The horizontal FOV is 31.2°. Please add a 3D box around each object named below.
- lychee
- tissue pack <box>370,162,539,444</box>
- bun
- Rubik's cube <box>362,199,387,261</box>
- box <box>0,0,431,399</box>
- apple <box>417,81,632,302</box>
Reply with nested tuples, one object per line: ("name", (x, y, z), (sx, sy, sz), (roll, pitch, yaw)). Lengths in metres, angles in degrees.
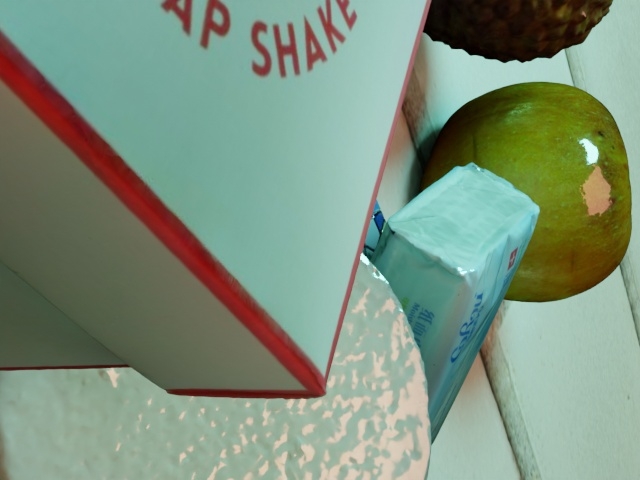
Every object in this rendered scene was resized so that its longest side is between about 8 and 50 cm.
("lychee", (0.160, -0.291, 1.039), (0.261, 0.261, 0.260), (14, 74, -57))
("tissue pack", (0.071, 0.086, 0.888), (0.177, 0.089, 0.263), (-34, 147, -56))
("bun", (-0.079, 0.111, 0.693), (0.263, 0.175, 0.263), (4, 75, -18))
("Rubik's cube", (0.000, 0.000, 0.894), (0.093, 0.111, 0.111), (-39, 122, -25))
("box", (-0.151, -0.140, 0.469), (0.314, 0.300, 0.312), (51, 45, -44))
("apple", (0.207, -0.050, 1.167), (0.237, 0.208, 0.236), (-3, 90, -78))
